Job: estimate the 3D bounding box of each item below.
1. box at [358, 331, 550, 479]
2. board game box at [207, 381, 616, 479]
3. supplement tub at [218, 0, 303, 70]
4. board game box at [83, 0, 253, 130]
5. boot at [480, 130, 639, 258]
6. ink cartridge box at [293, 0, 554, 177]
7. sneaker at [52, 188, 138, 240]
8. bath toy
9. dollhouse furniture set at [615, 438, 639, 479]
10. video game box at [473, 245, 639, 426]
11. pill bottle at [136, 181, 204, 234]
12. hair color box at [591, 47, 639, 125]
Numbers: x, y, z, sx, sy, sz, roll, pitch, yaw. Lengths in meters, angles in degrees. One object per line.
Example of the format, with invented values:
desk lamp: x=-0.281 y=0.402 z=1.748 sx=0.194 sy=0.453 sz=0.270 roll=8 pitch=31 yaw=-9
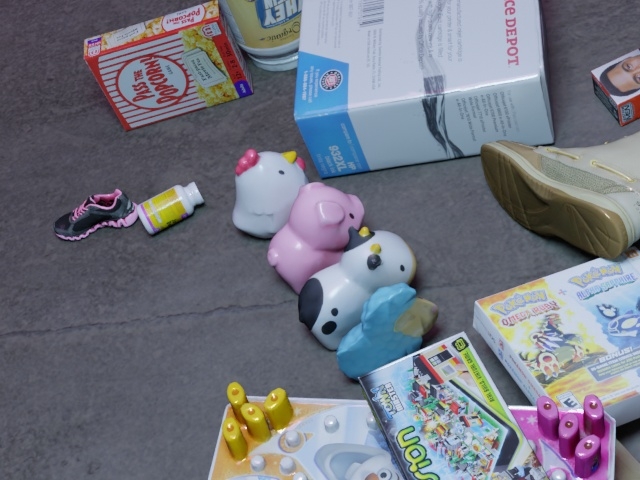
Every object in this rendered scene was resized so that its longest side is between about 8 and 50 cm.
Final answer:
box: x=0.124 y=0.187 z=1.169 sx=0.114 sy=0.036 sz=0.207 roll=-23 pitch=49 yaw=-5
board game box: x=0.058 y=0.301 z=1.149 sx=0.390 sy=0.050 sz=0.390 roll=0 pitch=50 yaw=15
supplement tub: x=-0.073 y=-0.345 z=1.777 sx=0.144 sy=0.199 sz=0.144 roll=-11 pitch=50 yaw=13
board game box: x=-0.207 y=-0.238 z=1.776 sx=0.194 sy=0.146 sz=0.045 roll=-16 pitch=49 yaw=9
boot: x=0.328 y=-0.087 z=1.494 sx=0.203 sy=0.095 sz=0.262 roll=-30 pitch=30 yaw=-18
ink cartridge box: x=0.134 y=-0.219 z=1.646 sx=0.308 sy=0.129 sz=0.223 roll=-8 pitch=50 yaw=14
sneaker: x=-0.303 y=-0.039 z=1.710 sx=0.119 sy=0.057 sz=0.047 roll=-16 pitch=51 yaw=9
bath toy: x=0.000 y=0.000 z=1.520 sx=0.151 sy=0.129 sz=0.348 roll=-33 pitch=48 yaw=-7
dollhouse furniture set: x=0.224 y=0.261 z=1.293 sx=0.151 sy=0.123 sz=0.144 roll=-7 pitch=40 yaw=-33
video game box: x=0.293 y=0.104 z=1.345 sx=0.205 sy=0.048 sz=0.187 roll=-18 pitch=42 yaw=-16
pill bottle: x=-0.195 y=-0.044 z=1.682 sx=0.083 sy=0.043 sz=0.043 roll=-28 pitch=48 yaw=-2
hair color box: x=0.414 y=-0.204 z=1.589 sx=0.141 sy=0.043 sz=0.072 roll=-26 pitch=49 yaw=-1
